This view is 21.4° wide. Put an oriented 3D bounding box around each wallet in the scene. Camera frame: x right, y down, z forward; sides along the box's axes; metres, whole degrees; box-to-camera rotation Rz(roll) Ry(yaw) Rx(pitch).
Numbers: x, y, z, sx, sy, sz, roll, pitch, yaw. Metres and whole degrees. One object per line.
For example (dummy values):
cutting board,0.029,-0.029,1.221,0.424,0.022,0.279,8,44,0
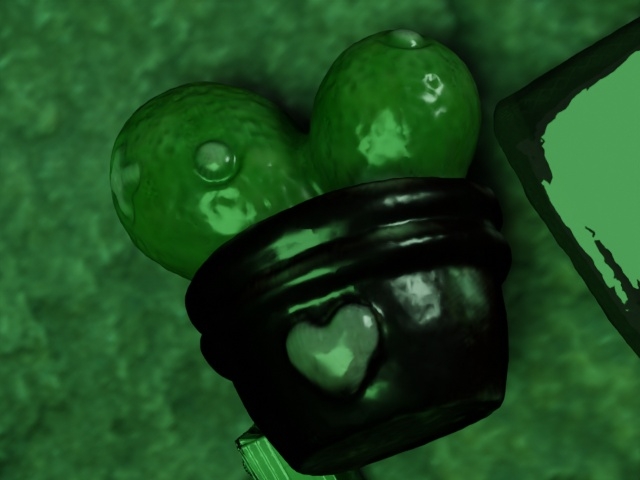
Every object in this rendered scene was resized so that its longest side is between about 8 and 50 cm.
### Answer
wallet,0.227,-0.056,0.853,0.245,0.052,0.169,-30,94,23

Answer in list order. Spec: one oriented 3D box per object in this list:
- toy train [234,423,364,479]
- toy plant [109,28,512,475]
toy train,-0.008,0.143,1.018,0.056,0.038,0.093,-27,96,25
toy plant,0.000,0.000,0.907,0.218,0.175,0.235,-24,70,20
